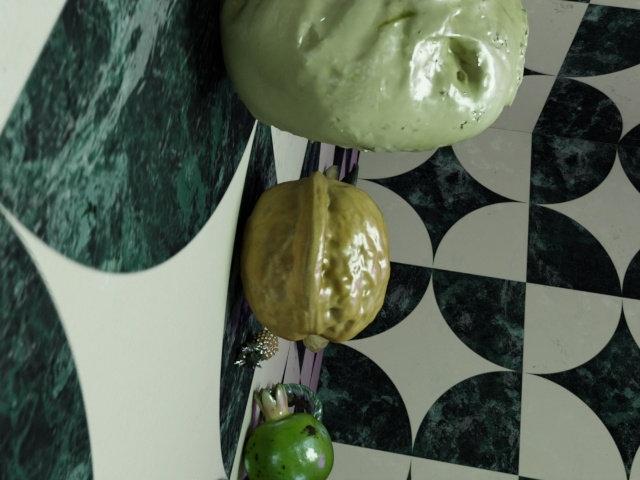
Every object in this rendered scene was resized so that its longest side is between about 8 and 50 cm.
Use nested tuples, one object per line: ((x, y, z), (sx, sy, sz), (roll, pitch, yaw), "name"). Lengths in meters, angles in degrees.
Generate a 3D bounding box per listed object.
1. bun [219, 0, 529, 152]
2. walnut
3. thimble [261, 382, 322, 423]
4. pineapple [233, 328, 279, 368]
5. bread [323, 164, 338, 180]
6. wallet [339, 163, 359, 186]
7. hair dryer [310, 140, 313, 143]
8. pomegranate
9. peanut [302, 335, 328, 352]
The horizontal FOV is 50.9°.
((0.062, -0.251, 0.740), (0.326, 0.362, 0.235), (52, -37, 44), "bun")
((-0.007, 0.022, 1.014), (0.257, 0.224, 0.257), (3, 90, -90), "walnut")
((-0.063, 0.388, 1.503), (0.090, 0.135, 0.118), (93, 4, -55), "thimble")
((-0.108, 0.184, 1.141), (0.124, 0.058, 0.058), (-2, 100, -80), "pineapple")
((0.023, -0.151, 2.002), (0.214, 0.053, 0.073), (-80, 179, -46), "bread")
((0.000, 0.000, 1.578), (0.247, 0.041, 0.323), (-35, -144, 59), "wallet")
((0.008, -0.319, 1.610), (0.100, 0.057, 0.198), (80, 25, -69), "hair dryer")
((-0.072, 0.398, 1.343), (0.187, 0.187, 0.225), (63, 9, -81), "pomegranate")
((-0.006, 0.209, 1.986), (0.233, 0.110, 0.197), (-73, 170, -48), "peanut")
